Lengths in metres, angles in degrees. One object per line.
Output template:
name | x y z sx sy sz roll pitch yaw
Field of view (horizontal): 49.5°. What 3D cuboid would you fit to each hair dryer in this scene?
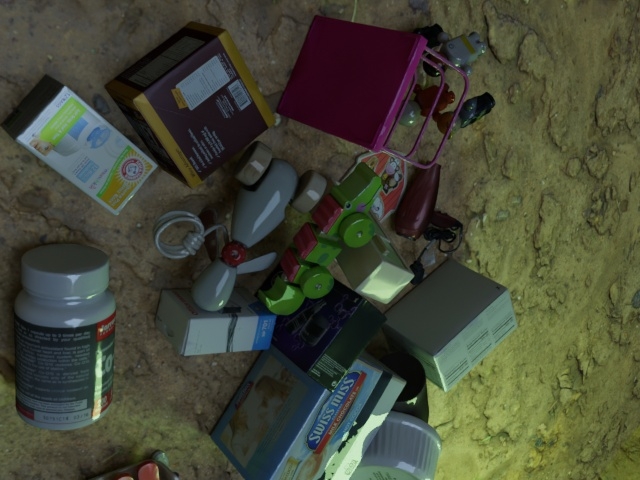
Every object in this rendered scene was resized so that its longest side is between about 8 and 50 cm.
hair dryer | 0.260 -0.058 1.683 0.224 0.080 0.293 -38 136 -38

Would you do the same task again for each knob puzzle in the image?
knob puzzle | 0.135 -0.124 1.567 0.213 0.030 0.213 -15 118 -31

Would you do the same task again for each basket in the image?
basket | 0.190 0.375 1.690 0.226 0.154 0.204 81 15 -54

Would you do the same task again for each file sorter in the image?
file sorter | 0.100 -0.273 1.304 0.182 0.291 0.202 17 99 -43

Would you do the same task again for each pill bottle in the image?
pill bottle | -0.431 0.160 1.178 0.161 0.161 0.283 -6 114 -35

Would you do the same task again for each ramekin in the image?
ramekin | 0.146 0.521 1.636 0.127 0.273 0.272 -79 148 -43

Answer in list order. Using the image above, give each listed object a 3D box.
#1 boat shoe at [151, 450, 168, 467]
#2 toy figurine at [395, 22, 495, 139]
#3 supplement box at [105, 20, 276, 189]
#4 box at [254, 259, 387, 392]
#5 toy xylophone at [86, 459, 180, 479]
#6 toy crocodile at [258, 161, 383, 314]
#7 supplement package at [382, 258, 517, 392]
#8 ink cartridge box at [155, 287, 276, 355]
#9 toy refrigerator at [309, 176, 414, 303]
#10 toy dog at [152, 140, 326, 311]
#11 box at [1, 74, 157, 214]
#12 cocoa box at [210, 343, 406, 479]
boat shoe | -0.337 0.496 1.485 0.035 0.035 0.100 -14 118 -32
toy figurine | 0.238 -0.328 1.436 0.148 0.209 0.213 -28 124 -18
supplement box | -0.218 -0.231 1.185 0.194 0.129 0.191 -42 129 -15
box | -0.021 0.157 1.422 0.184 0.261 0.103 -51 131 -8
toy xylophone | -0.434 0.569 1.404 0.323 0.081 0.236 -21 121 -23
toy crocodile | 0.000 0.000 1.324 0.105 0.115 0.340 18 117 -39
supplement package | 0.319 0.205 1.740 0.262 0.204 0.145 -37 129 -18
ink cartridge box | -0.205 0.156 1.361 0.191 0.140 0.082 3 109 -38
toy refrigerator | 0.078 -0.007 1.407 0.102 0.269 0.094 25 116 -41
toy dog | -0.144 -0.039 1.323 0.334 0.161 0.220 -38 105 -4
box | -0.382 -0.151 1.114 0.114 0.103 0.203 -51 131 -7
cocoa box | -0.029 0.373 1.532 0.228 0.231 0.347 33 88 -42
